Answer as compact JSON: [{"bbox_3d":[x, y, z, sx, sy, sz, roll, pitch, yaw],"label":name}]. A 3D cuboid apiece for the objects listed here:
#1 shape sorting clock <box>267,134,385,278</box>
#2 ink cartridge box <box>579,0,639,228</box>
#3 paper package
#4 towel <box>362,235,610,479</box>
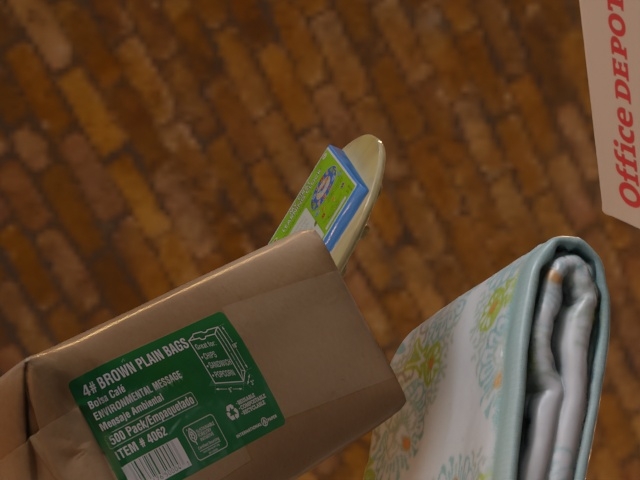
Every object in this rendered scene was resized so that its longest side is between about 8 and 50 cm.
[{"bbox_3d":[0.000,0.000,1.745,0.040,0.206,0.206,28,-110,-20],"label":"shape sorting clock"},{"bbox_3d":[0.314,-0.073,1.189,0.131,0.306,0.226,-39,-44,-28],"label":"ink cartridge box"},{"bbox_3d":[-0.144,0.162,1.476,0.325,0.309,0.168,-25,-100,-49],"label":"paper package"},{"bbox_3d":[0.117,0.206,1.694,0.090,0.320,0.375,21,-113,-17],"label":"towel"}]
